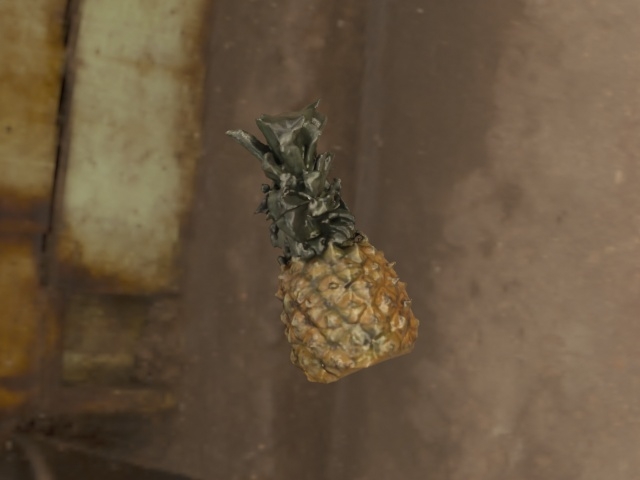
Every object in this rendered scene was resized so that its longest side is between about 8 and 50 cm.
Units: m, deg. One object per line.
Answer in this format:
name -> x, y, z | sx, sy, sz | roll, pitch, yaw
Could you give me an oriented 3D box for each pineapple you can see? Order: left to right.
pineapple -> 0.001, 0.000, 1.333 | 0.128, 0.128, 0.248 | -18, 93, 41
